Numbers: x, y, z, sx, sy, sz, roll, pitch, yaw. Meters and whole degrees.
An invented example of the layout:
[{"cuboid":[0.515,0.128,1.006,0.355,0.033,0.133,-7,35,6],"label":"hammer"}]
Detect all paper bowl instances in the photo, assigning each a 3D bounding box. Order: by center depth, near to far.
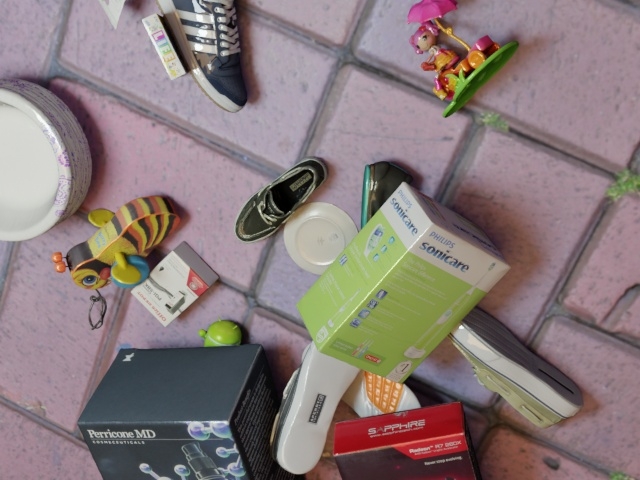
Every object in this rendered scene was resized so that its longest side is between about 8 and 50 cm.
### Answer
[{"cuboid":[-0.551,-0.152,1.624,0.284,0.148,0.284,5,111,14],"label":"paper bowl"}]

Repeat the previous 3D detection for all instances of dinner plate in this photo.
[{"cuboid":[0.000,0.000,1.600,0.141,0.017,0.141,5,112,12],"label":"dinner plate"}]

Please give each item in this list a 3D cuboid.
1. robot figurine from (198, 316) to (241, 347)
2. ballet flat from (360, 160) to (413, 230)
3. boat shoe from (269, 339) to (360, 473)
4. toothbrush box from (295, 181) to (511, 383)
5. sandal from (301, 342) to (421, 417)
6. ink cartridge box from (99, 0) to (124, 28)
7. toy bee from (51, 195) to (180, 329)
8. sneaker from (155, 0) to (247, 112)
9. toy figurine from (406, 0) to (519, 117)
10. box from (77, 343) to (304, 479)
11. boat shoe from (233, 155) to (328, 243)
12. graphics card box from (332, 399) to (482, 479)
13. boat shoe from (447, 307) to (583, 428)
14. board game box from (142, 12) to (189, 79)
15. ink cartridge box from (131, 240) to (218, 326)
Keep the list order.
[{"cuboid":[-0.189,0.202,1.702,0.101,0.067,0.115,24,115,19],"label":"robot figurine"},{"cuboid":[0.101,0.003,1.534,0.096,0.095,0.280,9,114,-6],"label":"ballet flat"},{"cuboid":[-0.012,0.264,1.605,0.108,0.102,0.301,23,82,-28],"label":"boat shoe"},{"cuboid":[0.133,0.077,1.460,0.206,0.122,0.283,26,114,-37],"label":"toothbrush box"},{"cuboid":[0.087,0.266,1.653,0.265,0.076,0.102,33,102,24],"label":"sandal"},{"cuboid":[-0.323,-0.462,1.469,0.145,0.045,0.179,58,138,27],"label":"ink cartridge box"},{"cuboid":[-0.394,0.037,1.627,0.195,0.162,0.298,29,96,44],"label":"toy bee"},{"cuboid":[-0.160,-0.360,1.461,0.153,0.099,0.282,-24,99,24],"label":"sneaker"},{"cuboid":[0.196,-0.303,1.394,0.159,0.130,0.173,49,140,9],"label":"toy figurine"},{"cuboid":[-0.223,0.411,1.673,0.293,0.212,0.395,-4,121,18],"label":"box"},{"cuboid":[-0.081,-0.067,1.565,0.078,0.070,0.219,47,114,-3],"label":"boat shoe"},{"cuboid":[0.181,0.473,1.590,0.233,0.094,0.371,-12,116,11],"label":"graphics card box"},{"cuboid":[0.316,0.224,1.549,0.302,0.109,0.094,38,118,-4],"label":"boat shoe"},{"cuboid":[-0.253,-0.319,1.473,0.026,0.154,0.103,-25,103,0],"label":"board game box"},{"cuboid":[-0.276,0.084,1.687,0.099,0.056,0.135,46,115,-5],"label":"ink cartridge box"}]
